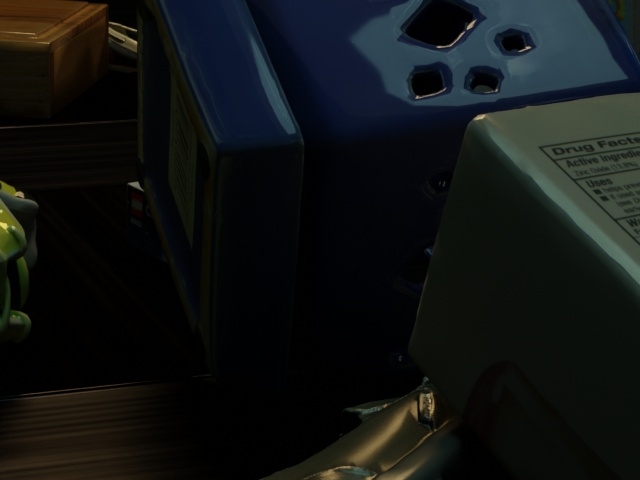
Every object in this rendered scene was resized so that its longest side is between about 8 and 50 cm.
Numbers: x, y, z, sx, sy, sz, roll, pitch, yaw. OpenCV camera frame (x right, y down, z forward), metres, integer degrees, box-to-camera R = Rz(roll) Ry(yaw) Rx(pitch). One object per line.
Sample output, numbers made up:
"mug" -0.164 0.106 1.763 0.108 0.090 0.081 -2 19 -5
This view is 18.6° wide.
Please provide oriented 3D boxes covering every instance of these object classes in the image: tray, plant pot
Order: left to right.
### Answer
"tray" -0.416 -0.180 1.763 0.410 0.076 0.203 5 17 7
"plant pot" 0.021 -0.056 1.044 0.212 0.236 0.236 -9 47 -14

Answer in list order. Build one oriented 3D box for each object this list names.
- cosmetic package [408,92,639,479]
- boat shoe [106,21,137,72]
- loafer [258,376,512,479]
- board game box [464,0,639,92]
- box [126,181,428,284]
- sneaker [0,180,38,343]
"cosmetic package" 0.178 0.075 0.737 0.153 0.129 0.296 -8 40 -29
"boat shoe" -0.150 -0.178 1.841 0.137 0.043 0.049 10 16 20
"loafer" 0.048 0.094 0.868 0.087 0.094 0.251 18 22 31
"board game box" 0.095 -0.132 1.369 0.275 0.144 0.142 2 12 19
"box" 0.000 0.000 1.263 0.159 0.044 0.233 -10 21 -35
"sneaker" -0.227 0.017 1.013 0.147 0.145 0.385 0 18 -4
